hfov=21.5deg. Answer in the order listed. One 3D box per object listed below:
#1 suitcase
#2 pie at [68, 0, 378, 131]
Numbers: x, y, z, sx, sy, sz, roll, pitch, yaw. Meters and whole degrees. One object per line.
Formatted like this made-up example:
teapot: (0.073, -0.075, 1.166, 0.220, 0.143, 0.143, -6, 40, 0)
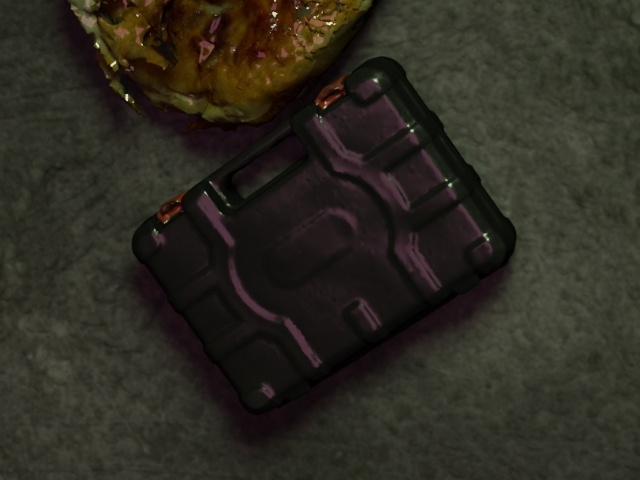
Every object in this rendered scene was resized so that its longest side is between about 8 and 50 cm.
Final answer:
suitcase: (0.000, 0.000, 1.423, 0.285, 0.066, 0.206, -35, 93, 23)
pie: (-0.091, -0.234, 1.381, 0.308, 0.085, 0.308, 5, 106, 18)
